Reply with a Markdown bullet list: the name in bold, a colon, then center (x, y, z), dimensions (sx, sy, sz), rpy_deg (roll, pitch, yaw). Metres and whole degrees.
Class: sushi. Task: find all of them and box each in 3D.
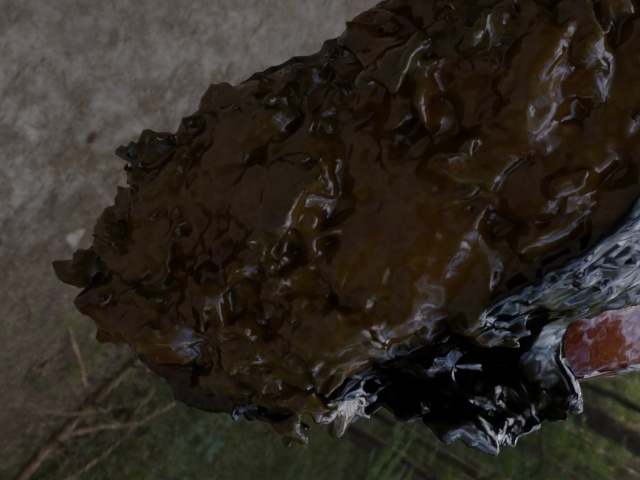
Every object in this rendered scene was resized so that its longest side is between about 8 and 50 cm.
- **sushi**: center (0.053, 0.000, 0.448), dimensions (0.349, 0.234, 0.207), rpy_deg (-29, 164, 26)

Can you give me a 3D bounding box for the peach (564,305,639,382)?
- **peach**: center (0.191, -0.022, 0.780), dimensions (0.406, 0.310, 0.335), rpy_deg (-13, 179, -16)
